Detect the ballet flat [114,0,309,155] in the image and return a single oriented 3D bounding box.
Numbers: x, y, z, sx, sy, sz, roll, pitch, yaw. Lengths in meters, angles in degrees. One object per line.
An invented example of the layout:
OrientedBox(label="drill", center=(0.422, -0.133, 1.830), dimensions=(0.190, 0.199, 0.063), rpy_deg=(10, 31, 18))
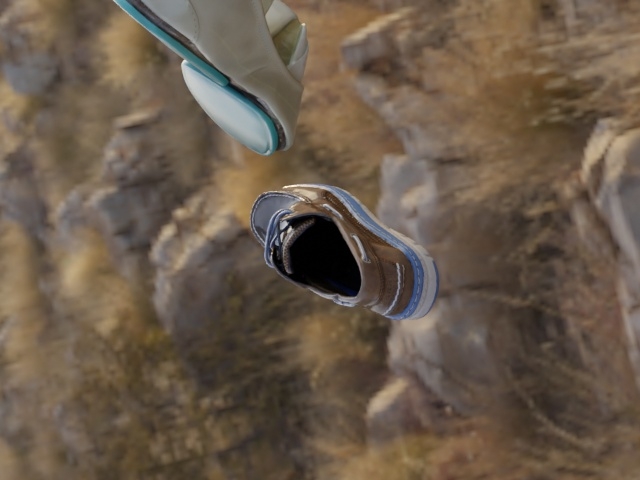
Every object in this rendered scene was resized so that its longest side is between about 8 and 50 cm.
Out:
OrientedBox(label="ballet flat", center=(-0.044, -0.116, 0.835), dimensions=(0.248, 0.086, 0.086), rpy_deg=(52, -158, -76))

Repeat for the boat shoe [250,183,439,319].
OrientedBox(label="boat shoe", center=(0.000, 0.000, 0.971), dimensions=(0.183, 0.066, 0.066), rpy_deg=(24, 103, 50))
